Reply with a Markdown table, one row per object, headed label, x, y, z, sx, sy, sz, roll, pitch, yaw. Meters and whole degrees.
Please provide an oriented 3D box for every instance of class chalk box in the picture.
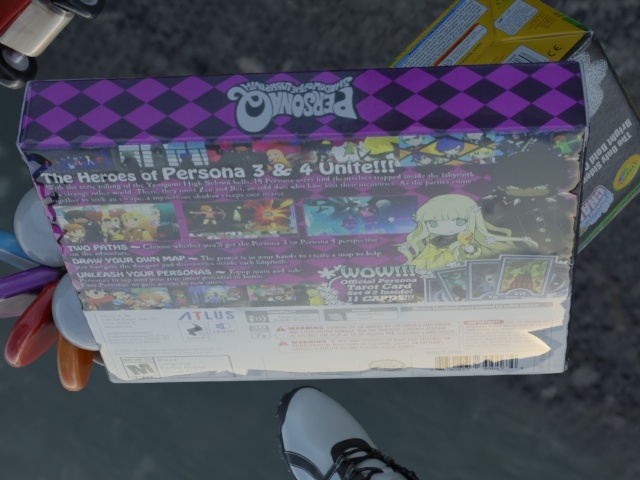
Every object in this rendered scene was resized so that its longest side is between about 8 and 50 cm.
| label | x | y | z | sx | sy | sz | roll | pitch | yaw |
| --- | --- | --- | --- | --- | --- | --- | --- | --- | --- |
| chalk box | 0.161 | -0.075 | 1.311 | 0.132 | 0.132 | 0.213 | 39 | 171 | 45 |

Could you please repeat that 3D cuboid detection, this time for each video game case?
| label | x | y | z | sx | sy | sz | roll | pitch | yaw |
| --- | --- | --- | --- | --- | --- | --- | --- | --- | --- |
| video game case | 0.000 | 0.000 | 0.769 | 0.232 | 0.042 | 0.210 | -2 | 148 | 5 |

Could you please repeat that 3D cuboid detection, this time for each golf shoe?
| label | x | y | z | sx | sy | sz | roll | pitch | yaw |
| --- | --- | --- | --- | --- | --- | --- | --- | --- | --- |
| golf shoe | 0.038 | 0.179 | 1.251 | 0.198 | 0.077 | 0.094 | 59 | 142 | 23 |

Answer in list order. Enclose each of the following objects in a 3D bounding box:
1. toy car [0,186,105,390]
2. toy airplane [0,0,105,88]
| label | x | y | z | sx | sy | sz | roll | pitch | yaw |
| --- | --- | --- | --- | --- | --- | --- | --- | --- | --- |
| toy car | -0.227 | 0.044 | 1.470 | 0.182 | 0.136 | 0.159 | 63 | 178 | 14 |
| toy airplane | -0.390 | -0.209 | 1.522 | 0.272 | 0.386 | 0.384 | 46 | 170 | -10 |
